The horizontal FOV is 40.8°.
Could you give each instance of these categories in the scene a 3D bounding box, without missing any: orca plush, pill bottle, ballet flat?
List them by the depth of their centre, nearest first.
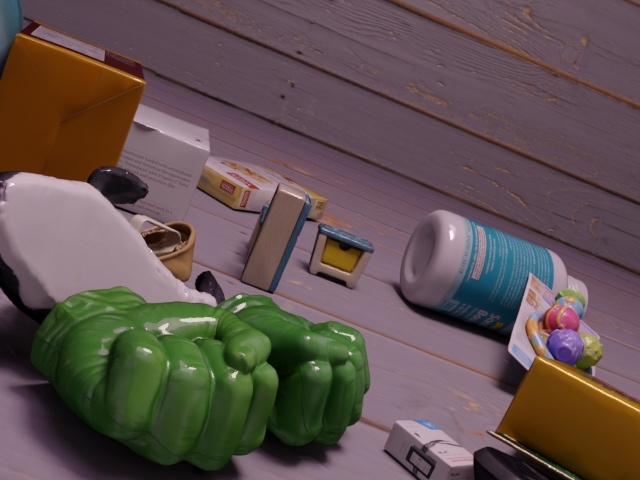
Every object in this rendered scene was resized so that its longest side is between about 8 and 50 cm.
[{"bbox_3d":[-0.185,0.020,0.691,0.102,0.151,0.287,3,-5,29],"label":"orca plush"},{"bbox_3d":[-0.199,0.008,0.817,0.080,0.073,0.232,27,12,21],"label":"ballet flat"},{"bbox_3d":[0.262,0.061,1.280,0.264,0.146,0.146,19,12,-15],"label":"pill bottle"}]

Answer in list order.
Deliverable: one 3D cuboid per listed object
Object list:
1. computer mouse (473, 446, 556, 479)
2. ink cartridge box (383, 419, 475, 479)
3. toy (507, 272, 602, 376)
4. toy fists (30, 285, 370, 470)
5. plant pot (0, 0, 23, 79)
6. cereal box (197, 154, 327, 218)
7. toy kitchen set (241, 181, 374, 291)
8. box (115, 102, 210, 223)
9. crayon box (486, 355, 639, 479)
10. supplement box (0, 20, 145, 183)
[{"bbox_3d":[0.221,0.243,0.608,0.262,0.060,0.184,30,3,-29],"label":"computer mouse"},{"bbox_3d":[0.099,0.182,0.709,0.048,0.028,0.083,10,17,-46],"label":"ink cartridge box"},{"bbox_3d":[0.319,0.121,1.105,0.137,0.056,0.237,43,26,-1],"label":"toy"},{"bbox_3d":[-0.064,0.094,0.635,0.142,0.096,0.279,32,13,33],"label":"toy fists"},{"bbox_3d":[-0.428,-0.175,0.809,0.271,0.272,0.255,17,28,-26],"label":"plant pot"},{"bbox_3d":[-0.122,-0.097,1.506,0.173,0.047,0.240,30,14,32],"label":"cereal box"},{"bbox_3d":[0.000,0.000,1.113,0.166,0.122,0.207,21,12,-7],"label":"toy kitchen set"},{"bbox_3d":[-0.253,-0.119,1.176,0.180,0.119,0.182,21,12,-12],"label":"box"},{"bbox_3d":[0.280,0.187,0.767,0.202,0.081,0.318,28,2,23],"label":"crayon box"},{"bbox_3d":[-0.283,-0.117,0.925,0.129,0.191,0.194,19,13,-18],"label":"supplement box"}]
